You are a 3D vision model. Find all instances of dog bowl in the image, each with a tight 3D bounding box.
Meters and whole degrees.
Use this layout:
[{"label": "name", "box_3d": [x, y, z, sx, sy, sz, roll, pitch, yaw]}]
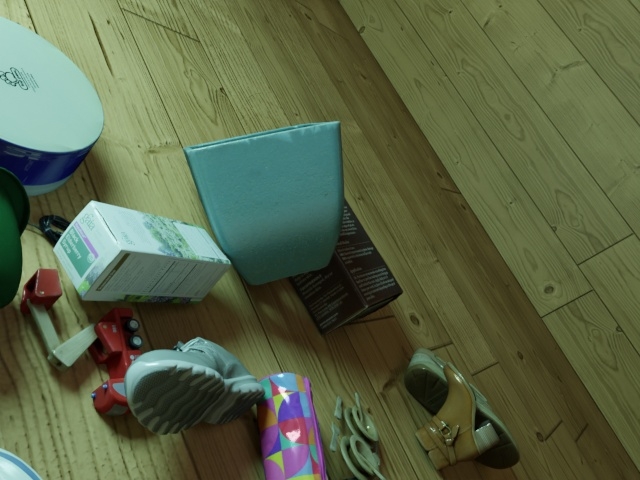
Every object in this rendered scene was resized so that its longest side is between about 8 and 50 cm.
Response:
[{"label": "dog bowl", "box_3d": [-0.459, -0.199, 0.784, 0.265, 0.104, 0.265, 36, 31, -27]}]

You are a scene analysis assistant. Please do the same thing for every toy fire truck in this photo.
[{"label": "toy fire truck", "box_3d": [-0.299, 0.133, 0.698, 0.135, 0.047, 0.192, 12, 48, -50]}]

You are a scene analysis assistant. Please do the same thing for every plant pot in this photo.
[{"label": "plant pot", "box_3d": [-0.093, -0.065, 0.975, 0.248, 0.247, 0.252, -147, -135, -71]}]

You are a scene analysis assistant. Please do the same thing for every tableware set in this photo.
[{"label": "tableware set", "box_3d": [0.077, 0.350, 0.958, 0.128, 0.039, 0.194, 50, 11, -5]}]

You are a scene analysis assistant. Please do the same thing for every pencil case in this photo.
[{"label": "pencil case", "box_3d": [-0.036, 0.318, 0.821, 0.104, 0.104, 0.236, 22, 39, -43]}]

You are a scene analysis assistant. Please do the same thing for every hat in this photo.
[{"label": "hat", "box_3d": [-0.341, 0.052, 0.567, 0.183, 0.208, 0.173, 42, 51, 17]}]

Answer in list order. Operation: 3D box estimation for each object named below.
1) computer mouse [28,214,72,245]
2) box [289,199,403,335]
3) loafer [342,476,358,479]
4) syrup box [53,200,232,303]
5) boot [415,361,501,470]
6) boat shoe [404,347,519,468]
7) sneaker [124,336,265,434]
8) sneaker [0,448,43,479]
[{"label": "computer mouse", "box_3d": [-0.414, -0.035, 0.730, 0.242, 0.041, 0.071, 25, 37, -41]}, {"label": "box", "box_3d": [0.000, 0.000, 1.203, 0.191, 0.143, 0.381, -8, 66, -58]}, {"label": "loafer", "box_3d": [0.063, 0.471, 0.804, 0.096, 0.084, 0.267, 42, 30, -18]}, {"label": "syrup box", "box_3d": [-0.248, 0.026, 0.792, 0.093, 0.096, 0.237, 48, 15, 23]}, {"label": "boot", "box_3d": [0.267, 0.373, 1.154, 0.197, 0.152, 0.073, 64, 8, 23]}, {"label": "boat shoe", "box_3d": [0.340, 0.388, 1.272, 0.341, 0.121, 0.110, 47, 29, -6]}, {"label": "sneaker", "box_3d": [-0.181, 0.185, 0.736, 0.115, 0.105, 0.281, 47, -2, 25]}, {"label": "sneaker", "box_3d": [-0.371, 0.207, 0.422, 0.315, 0.127, 0.182, 45, 23, 2]}]
